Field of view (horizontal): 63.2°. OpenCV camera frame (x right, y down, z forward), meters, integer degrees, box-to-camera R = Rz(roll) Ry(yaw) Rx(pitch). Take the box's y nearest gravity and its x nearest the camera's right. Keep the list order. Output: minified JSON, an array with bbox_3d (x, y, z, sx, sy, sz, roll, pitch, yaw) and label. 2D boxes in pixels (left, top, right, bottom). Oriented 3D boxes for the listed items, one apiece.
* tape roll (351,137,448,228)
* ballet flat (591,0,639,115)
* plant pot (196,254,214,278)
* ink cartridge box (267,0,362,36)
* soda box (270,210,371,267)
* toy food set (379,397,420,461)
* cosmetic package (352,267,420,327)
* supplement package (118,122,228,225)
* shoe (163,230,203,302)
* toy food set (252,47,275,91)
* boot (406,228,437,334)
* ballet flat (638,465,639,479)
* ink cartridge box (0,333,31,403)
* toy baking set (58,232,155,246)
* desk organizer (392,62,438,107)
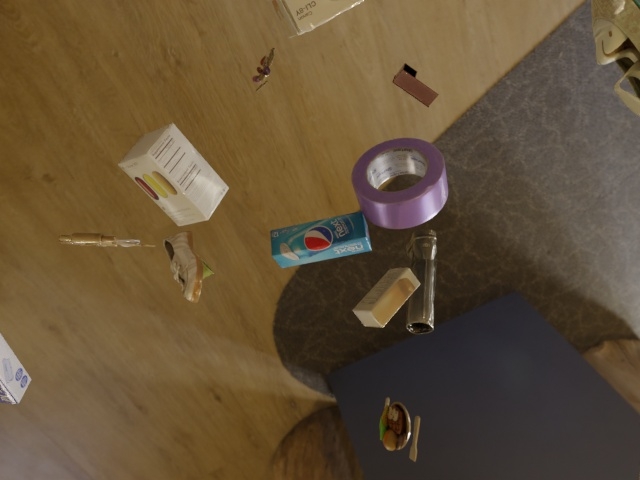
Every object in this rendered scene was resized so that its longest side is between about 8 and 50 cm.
[{"bbox_3d":[0.163,-0.120,1.073,0.189,0.189,0.080,-25,137,-2],"label":"tape roll"},{"bbox_3d":[0.299,-0.174,0.499,0.052,0.057,0.168,-31,78,7],"label":"ballet flat"},{"bbox_3d":[-0.391,0.099,1.629,0.079,0.083,0.083,-42,122,-6],"label":"plant pot"},{"bbox_3d":[0.013,-0.644,1.290,0.279,0.384,0.160,-29,112,3],"label":"ink cartridge box"},{"bbox_3d":[0.000,0.000,1.142,0.210,0.067,0.071,-12,152,10],"label":"soda box"},{"bbox_3d":[0.200,0.505,1.408,0.039,0.192,0.132,9,85,-19],"label":"toy food set"},{"bbox_3d":[0.118,0.101,0.926,0.115,0.060,0.041,-44,106,-24],"label":"cosmetic package"},{"bbox_3d":[-0.398,-0.175,1.430,0.139,0.133,0.244,-10,132,38],"label":"supplement package"},{"bbox_3d":[-0.265,0.048,0.998,0.059,0.219,0.076,4,116,-22],"label":"shoe"},{"bbox_3d":[-0.163,-0.477,1.450,0.019,0.122,0.078,25,147,-33],"label":"toy food set"},{"bbox_3d":[0.221,0.099,1.128,0.076,0.208,0.189,-5,161,12],"label":"boot"},{"bbox_3d":[0.418,0.283,0.594,0.123,0.123,0.348,-15,111,-8],"label":"ballet flat"},{"bbox_3d":[-0.488,0.153,0.716,0.097,0.046,0.207,6,136,0],"label":"ink cartridge box"},{"bbox_3d":[-0.644,-0.001,1.566,0.257,0.197,0.030,1,86,5],"label":"toy baking set"},{"bbox_3d":[0.276,-0.446,1.493,0.130,0.047,0.050,32,136,-10],"label":"desk organizer"}]
